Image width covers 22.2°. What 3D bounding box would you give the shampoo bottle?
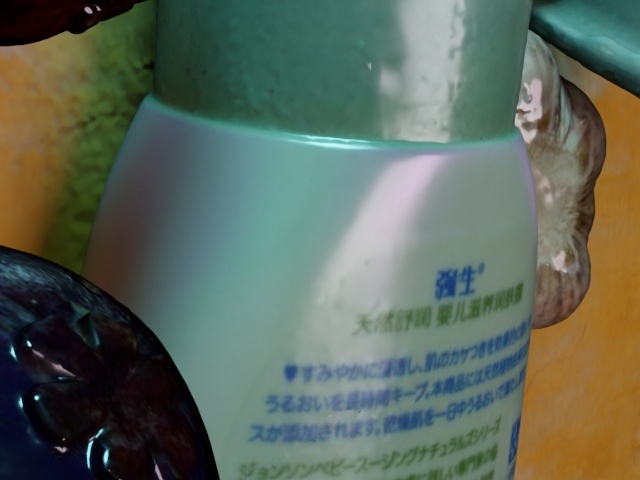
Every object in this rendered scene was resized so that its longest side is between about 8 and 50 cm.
[{"bbox_3d":[0.000,0.000,0.650,0.222,0.151,0.349,-8,109,-42],"label":"shampoo bottle"}]

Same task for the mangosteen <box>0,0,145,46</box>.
[{"bbox_3d":[-0.092,-0.131,0.505,0.140,0.140,0.140,-27,123,-50],"label":"mangosteen"}]

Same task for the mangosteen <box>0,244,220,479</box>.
[{"bbox_3d":[-0.128,0.110,0.494,0.230,0.194,0.194,-50,157,26],"label":"mangosteen"}]

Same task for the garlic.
[{"bbox_3d":[0.073,-0.026,0.801,0.147,0.102,0.159,-35,119,-28],"label":"garlic"}]

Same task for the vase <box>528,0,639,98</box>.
[{"bbox_3d":[0.254,-0.196,0.815,0.245,0.245,0.291,3,116,-57],"label":"vase"}]
